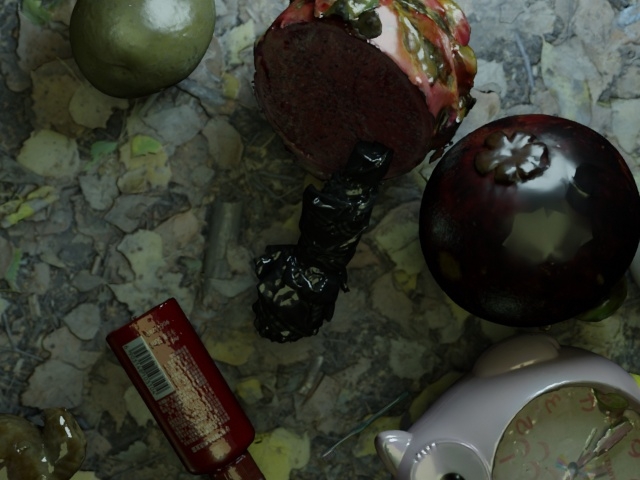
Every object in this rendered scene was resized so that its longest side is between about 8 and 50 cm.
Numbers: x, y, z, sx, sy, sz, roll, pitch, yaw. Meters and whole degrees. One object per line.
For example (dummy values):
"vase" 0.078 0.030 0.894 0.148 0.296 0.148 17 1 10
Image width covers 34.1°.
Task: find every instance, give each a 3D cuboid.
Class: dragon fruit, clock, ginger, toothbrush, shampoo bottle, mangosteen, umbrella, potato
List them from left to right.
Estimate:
"ginger" -0.492 0.369 1.464 0.375 0.176 0.256 -43 79 -2
"potato" -0.244 -0.307 1.464 0.178 0.160 0.235 40 71 -42
"shampoo bottle" -0.185 0.240 1.527 0.118 0.076 0.314 -32 95 -7
"umbrella" -0.010 0.004 1.436 0.128 0.336 0.154 42 47 22
"toothbrush" 0.068 0.281 1.581 0.167 0.011 0.014 -37 100 -2
"dragon fruit" 0.071 -0.259 1.451 0.296 0.314 0.263 48 53 -21
"clock" 0.280 0.324 1.482 0.377 0.250 0.368 -19 94 -10
"mangosteen" 0.295 -0.004 1.465 0.306 0.306 0.359 -26 135 -3

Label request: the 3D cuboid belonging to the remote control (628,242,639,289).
"remote control" 0.604 -0.032 1.564 0.332 0.103 0.221 -36 100 -2
